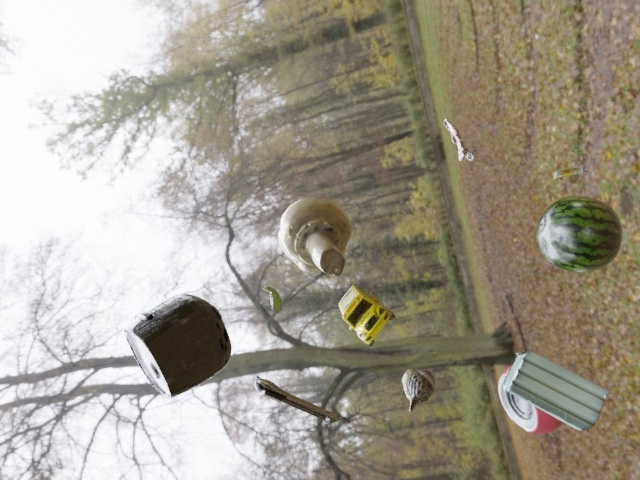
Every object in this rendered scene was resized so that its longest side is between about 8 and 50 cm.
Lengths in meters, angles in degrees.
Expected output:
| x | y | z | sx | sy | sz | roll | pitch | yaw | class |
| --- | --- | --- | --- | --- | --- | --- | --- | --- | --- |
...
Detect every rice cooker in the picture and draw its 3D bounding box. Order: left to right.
| x | y | z | sx | sy | sz | roll | pitch | yaw | class |
| --- | --- | --- | --- | --- | --- | --- | --- | --- | --- |
| -0.388 | 0.280 | 1.283 | 0.225 | 0.267 | 0.267 | -33 | -65 | -35 | rice cooker |

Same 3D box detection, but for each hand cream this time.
| x | y | z | sx | sy | sz | roll | pitch | yaw | class |
| --- | --- | --- | --- | --- | --- | --- | --- | --- | --- |
| 0.856 | -0.233 | 1.591 | 0.022 | 0.102 | 0.035 | 52 | -138 | -39 | hand cream |

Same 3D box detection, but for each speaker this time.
| x | y | z | sx | sy | sz | roll | pitch | yaw | class |
| --- | --- | --- | --- | --- | --- | --- | --- | --- | --- |
| 0.907 | 0.667 | 1.972 | 0.294 | 0.295 | 0.293 | -13 | -90 | -77 | speaker |

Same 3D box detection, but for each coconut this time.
| x | y | z | sx | sy | sz | roll | pitch | yaw | class |
| --- | --- | --- | --- | --- | --- | --- | --- | --- | --- |
| -0.205 | 0.253 | 2.034 | 0.158 | 0.055 | 0.133 | -140 | 29 | -69 | coconut |

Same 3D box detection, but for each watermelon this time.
| x | y | z | sx | sy | sz | roll | pitch | yaw | class |
| --- | --- | --- | --- | --- | --- | --- | --- | --- | --- |
| 0.941 | -0.025 | 1.692 | 0.285 | 0.286 | 0.284 | -13 | -90 | -77 | watermelon |

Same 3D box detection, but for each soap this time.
| x | y | z | sx | sy | sz | roll | pitch | yaw | class |
| --- | --- | --- | --- | --- | --- | --- | --- | --- | --- |
| 0.715 | 0.458 | 1.431 | 0.150 | 0.262 | 0.094 | -59 | -17 | -11 | soap |

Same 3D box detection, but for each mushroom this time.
| x | y | z | sx | sy | sz | roll | pitch | yaw | class |
| --- | --- | --- | --- | --- | --- | --- | --- | --- | --- |
| 0.000 | 0.000 | 1.784 | 0.336 | 0.315 | 0.314 | 52 | 166 | 57 | mushroom |

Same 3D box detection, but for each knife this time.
| x | y | z | sx | sy | sz | roll | pitch | yaw | class |
| --- | --- | --- | --- | --- | --- | --- | --- | --- | --- |
| -0.084 | 0.568 | 1.625 | 0.365 | 0.089 | 0.043 | 33 | -128 | -20 | knife |

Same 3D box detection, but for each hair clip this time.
| x | y | z | sx | sy | sz | roll | pitch | yaw | class |
| --- | --- | --- | --- | --- | --- | --- | --- | --- | --- |
| 0.568 | -0.414 | 1.908 | 0.034 | 0.072 | 0.225 | 125 | 140 | -49 | hair clip |

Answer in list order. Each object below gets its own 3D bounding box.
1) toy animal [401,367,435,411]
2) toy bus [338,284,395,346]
| x | y | z | sx | sy | sz | roll | pitch | yaw | class |
| --- | --- | --- | --- | --- | --- | --- | --- | --- | --- |
| 0.291 | 0.434 | 1.354 | 0.137 | 0.098 | 0.098 | -83 | -24 | -58 | toy animal |
| 0.160 | 0.267 | 1.738 | 0.152 | 0.144 | 0.330 | 38 | -179 | -4 | toy bus |
